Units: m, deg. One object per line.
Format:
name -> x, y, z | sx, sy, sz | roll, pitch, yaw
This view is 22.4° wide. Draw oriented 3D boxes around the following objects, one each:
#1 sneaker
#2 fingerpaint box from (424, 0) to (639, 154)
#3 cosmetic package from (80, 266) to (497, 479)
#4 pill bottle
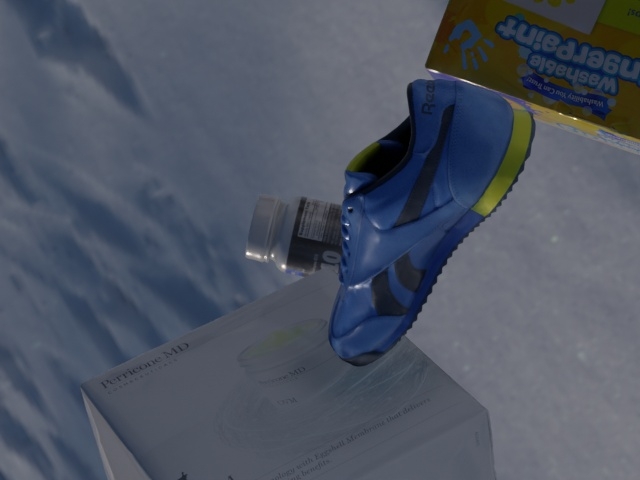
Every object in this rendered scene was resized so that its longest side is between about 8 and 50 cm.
sneaker -> 0.037, -0.012, 0.903 | 0.082, 0.069, 0.209 | 19, 133, -14
fingerpaint box -> 0.409, -0.305, 2.044 | 0.445, 0.371, 0.163 | 20, 180, 14
cosmetic package -> -0.023, 0.162, 1.197 | 0.225, 0.224, 0.138 | 40, 149, 48
pill bottle -> 0.000, 0.000, 1.575 | 0.137, 0.078, 0.078 | 12, 139, 2
